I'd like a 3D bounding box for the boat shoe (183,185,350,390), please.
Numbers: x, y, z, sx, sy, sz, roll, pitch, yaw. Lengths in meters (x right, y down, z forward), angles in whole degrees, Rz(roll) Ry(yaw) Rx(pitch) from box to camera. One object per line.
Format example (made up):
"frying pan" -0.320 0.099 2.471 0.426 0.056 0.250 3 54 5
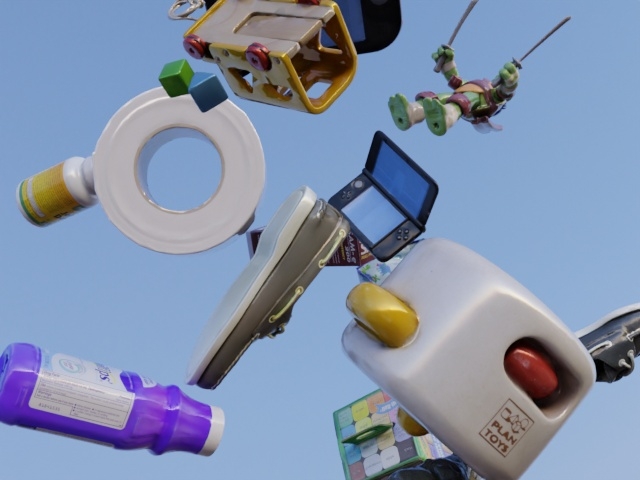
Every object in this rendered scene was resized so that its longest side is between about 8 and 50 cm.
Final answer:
"boat shoe" -0.071 0.076 1.045 0.091 0.109 0.305 35 -96 -19

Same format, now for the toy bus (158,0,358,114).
"toy bus" -0.060 -0.196 0.834 0.190 0.202 0.104 -18 -48 11

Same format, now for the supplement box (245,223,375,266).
"supplement box" 0.000 0.000 1.412 0.239 0.073 0.130 -3 11 36

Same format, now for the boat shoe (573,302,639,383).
"boat shoe" 0.426 0.182 1.211 0.302 0.091 0.114 -23 -42 9

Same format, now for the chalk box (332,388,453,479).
"chalk box" 0.110 0.310 1.209 0.132 0.132 0.213 -29 -41 21

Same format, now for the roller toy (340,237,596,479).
"roller toy" 0.118 0.106 0.671 0.146 0.191 0.209 -49 -21 -5

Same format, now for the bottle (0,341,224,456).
"bottle" -0.258 0.206 0.976 0.282 0.118 0.092 21 -92 -24

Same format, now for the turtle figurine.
"turtle figurine" 0.261 -0.309 1.436 0.266 0.198 0.275 -30 -27 -31

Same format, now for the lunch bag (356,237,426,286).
"lunch bag" 0.160 0.078 1.553 0.151 0.096 0.129 -33 -40 -17

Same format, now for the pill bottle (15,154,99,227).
"pill bottle" -0.555 -0.115 1.735 0.208 0.118 0.117 -21 -37 19

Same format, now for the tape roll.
"tape roll" -0.232 -0.113 1.325 0.286 0.286 0.100 -21 -2 -3

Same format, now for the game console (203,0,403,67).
"game console" -0.041 -0.508 1.537 0.386 0.060 0.342 -8 -47 4

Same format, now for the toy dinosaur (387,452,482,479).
"toy dinosaur" 0.127 0.232 0.696 0.268 0.118 0.064 -8 -51 -48

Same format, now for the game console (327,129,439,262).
"game console" 0.086 -0.064 1.141 0.124 0.144 0.085 -38 -31 -6
